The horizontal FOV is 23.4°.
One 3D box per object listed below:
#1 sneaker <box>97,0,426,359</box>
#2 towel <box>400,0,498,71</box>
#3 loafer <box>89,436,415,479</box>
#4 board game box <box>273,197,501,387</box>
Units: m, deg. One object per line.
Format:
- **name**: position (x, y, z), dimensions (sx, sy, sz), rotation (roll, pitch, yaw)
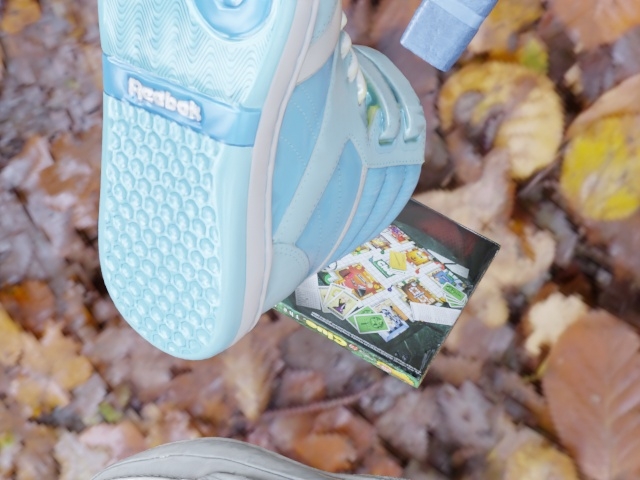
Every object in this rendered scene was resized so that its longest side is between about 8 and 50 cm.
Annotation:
- **sneaker**: position (-0.015, -0.106, 0.853), dimensions (0.127, 0.208, 0.319), rotation (32, 127, 25)
- **towel**: position (0.139, -0.239, 1.602), dimensions (0.067, 0.029, 0.119), rotation (38, 112, 8)
- **loafer**: position (-0.044, 0.196, 0.992), dimensions (0.319, 0.111, 0.112), rotation (-2, 105, 35)
- **board game box**: position (0.000, 0.000, 1.253), dimensions (0.260, 0.030, 0.136), rotation (29, 74, 13)
